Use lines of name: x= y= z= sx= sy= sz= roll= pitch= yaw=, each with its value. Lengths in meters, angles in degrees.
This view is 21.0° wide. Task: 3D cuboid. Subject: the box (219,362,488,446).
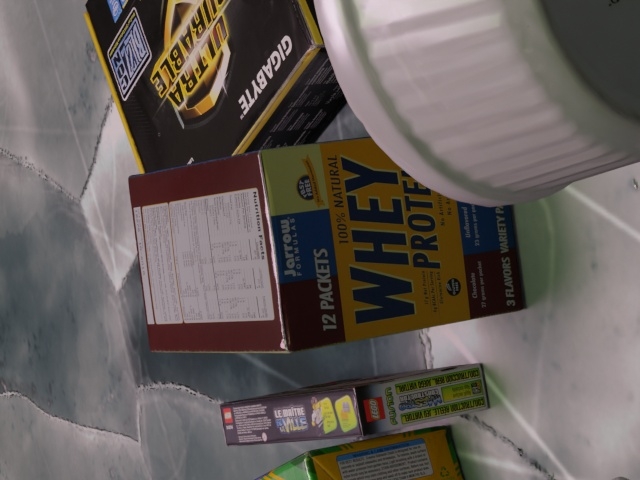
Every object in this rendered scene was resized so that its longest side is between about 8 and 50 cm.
box: x=0.021 y=0.127 z=1.320 sx=0.207 sy=0.114 sz=0.036 roll=-15 pitch=84 yaw=59

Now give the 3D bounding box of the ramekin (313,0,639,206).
ramekin: x=0.131 y=-0.159 z=0.953 sx=0.127 sy=0.273 sz=0.272 roll=-5 pitch=93 yaw=47

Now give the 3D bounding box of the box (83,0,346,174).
box: x=-0.083 y=-0.182 z=1.453 sx=0.322 sy=0.079 sz=0.257 roll=-48 pitch=55 yaw=51

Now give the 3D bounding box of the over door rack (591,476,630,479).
over door rack: x=0.215 y=0.324 z=1.082 sx=0.324 sy=0.108 sz=0.239 roll=55 pitch=141 yaw=14

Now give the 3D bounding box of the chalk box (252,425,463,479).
chalk box: x=0.011 y=0.239 z=1.345 sx=0.213 sy=0.132 sz=0.132 roll=-34 pitch=69 yaw=54

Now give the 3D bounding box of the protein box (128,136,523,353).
protein box: x=0.000 y=0.000 z=1.242 sx=0.201 sy=0.200 sz=0.135 roll=-5 pitch=92 yaw=58
